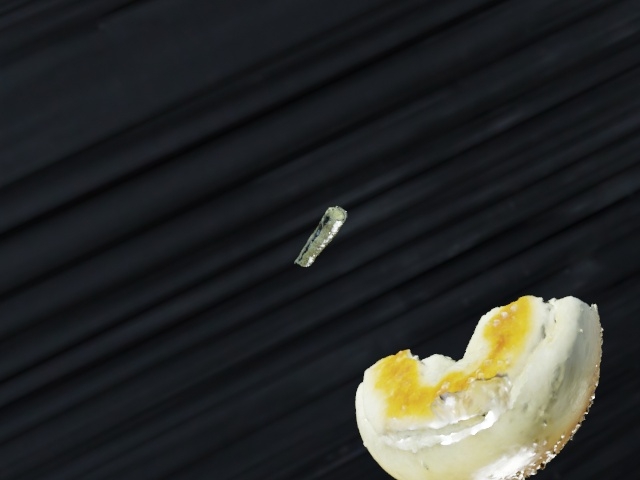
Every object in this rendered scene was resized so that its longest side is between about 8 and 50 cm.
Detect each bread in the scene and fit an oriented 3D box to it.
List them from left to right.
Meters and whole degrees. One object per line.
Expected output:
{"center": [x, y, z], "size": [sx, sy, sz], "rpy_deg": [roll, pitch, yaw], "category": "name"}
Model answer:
{"center": [0.197, 0.197, 1.665], "size": [0.171, 0.314, 0.192], "rpy_deg": [51, -161, -29], "category": "bread"}

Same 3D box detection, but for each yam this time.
{"center": [0.000, 0.000, 2.004], "size": [0.027, 0.033, 0.129], "rpy_deg": [66, 147, 25], "category": "yam"}
